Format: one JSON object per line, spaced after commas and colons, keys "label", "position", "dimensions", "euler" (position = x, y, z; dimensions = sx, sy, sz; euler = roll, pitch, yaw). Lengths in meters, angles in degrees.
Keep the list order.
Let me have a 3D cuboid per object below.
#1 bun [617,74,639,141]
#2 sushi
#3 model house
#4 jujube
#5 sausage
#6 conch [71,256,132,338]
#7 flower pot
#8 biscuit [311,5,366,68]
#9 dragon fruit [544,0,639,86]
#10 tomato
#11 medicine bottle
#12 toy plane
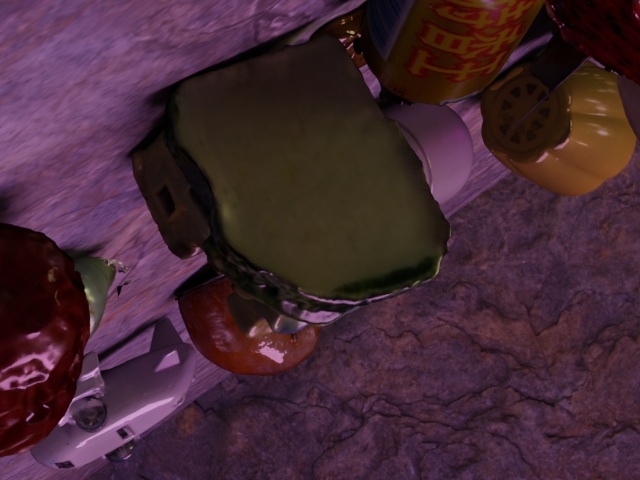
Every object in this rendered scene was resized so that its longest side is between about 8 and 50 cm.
{"label": "bun", "position": [0.493, -0.201, 1.829], "dimensions": [0.365, 0.219, 0.365], "euler": [-38, -162, 14]}
{"label": "sushi", "position": [0.348, -0.286, 2.002], "dimensions": [0.359, 0.064, 0.343], "euler": [-44, 178, 43]}
{"label": "model house", "position": [-0.043, -0.013, 1.322], "dimensions": [0.195, 0.214, 0.189], "euler": [-27, 173, -34]}
{"label": "jujube", "position": [-0.246, 0.076, 1.272], "dimensions": [0.155, 0.155, 0.230], "euler": [-31, 172, -26]}
{"label": "sausage", "position": [0.109, -0.190, 1.186], "dimensions": [0.125, 0.117, 0.317], "euler": [-25, 173, -11]}
{"label": "conch", "position": [-0.238, 0.058, 1.568], "dimensions": [0.106, 0.079, 0.170], "euler": [-20, -175, 15]}
{"label": "flower pot", "position": [0.310, -0.161, 2.296], "dimensions": [0.195, 0.195, 0.179], "euler": [-36, 161, 23]}
{"label": "biscuit", "position": [0.041, -0.171, 1.431], "dimensions": [0.124, 0.026, 0.175], "euler": [-39, 172, 39]}
{"label": "dragon fruit", "position": [0.385, -0.253, 1.646], "dimensions": [0.330, 0.240, 0.302], "euler": [-26, -167, -10]}
{"label": "tomato", "position": [-0.076, 0.102, 2.271], "dimensions": [0.181, 0.155, 0.214], "euler": [-16, -175, 44]}
{"label": "medicine bottle", "position": [0.036, -0.059, 1.816], "dimensions": [0.341, 0.130, 0.130], "euler": [-29, 172, -45]}
{"label": "toy plane", "position": [-0.288, 0.222, 2.363], "dimensions": [0.267, 0.122, 0.267], "euler": [-29, 154, -16]}
